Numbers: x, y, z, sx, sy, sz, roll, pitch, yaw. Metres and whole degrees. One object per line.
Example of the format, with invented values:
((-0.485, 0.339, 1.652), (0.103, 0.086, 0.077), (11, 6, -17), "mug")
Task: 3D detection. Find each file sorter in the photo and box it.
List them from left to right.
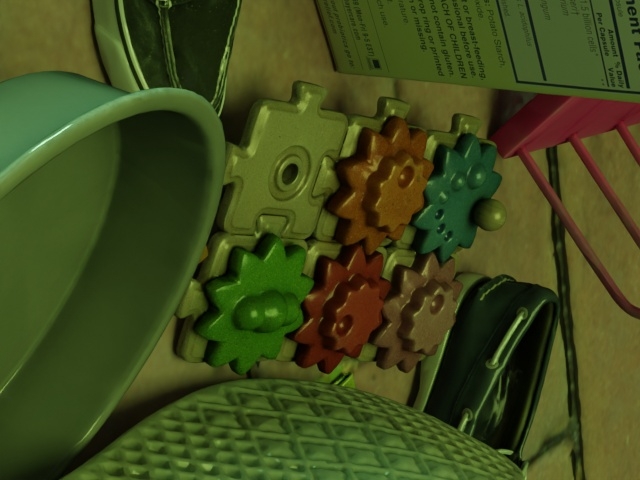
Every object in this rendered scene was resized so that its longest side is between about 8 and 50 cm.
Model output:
((0.312, -0.078, 1.126), (0.291, 0.202, 0.182), (-16, 70, -47), "file sorter")

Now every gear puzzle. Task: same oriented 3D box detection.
((0.000, 0.000, 0.922), (0.339, 0.044, 0.175), (5, 107, -50), "gear puzzle")

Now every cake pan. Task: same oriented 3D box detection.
((-0.150, 0.047, 0.672), (0.293, 0.054, 0.293), (-50, 166, -18), "cake pan")

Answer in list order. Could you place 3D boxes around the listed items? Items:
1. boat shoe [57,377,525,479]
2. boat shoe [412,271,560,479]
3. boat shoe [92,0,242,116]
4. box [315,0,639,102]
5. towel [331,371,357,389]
((-0.054, 0.194, 0.815), (0.500, 0.187, 0.156), (-20, 130, -56), "boat shoe")
((0.107, 0.149, 1.081), (0.095, 0.079, 0.254), (24, 80, -50), "boat shoe")
((-0.071, -0.153, 0.809), (0.078, 0.070, 0.219), (-26, 118, -44), "boat shoe")
((0.146, -0.190, 0.925), (0.213, 0.243, 0.117), (-42, 128, -35), "box")
((0.014, 0.133, 1.021), (0.060, 0.009, 0.083), (-43, 128, -35), "towel")
